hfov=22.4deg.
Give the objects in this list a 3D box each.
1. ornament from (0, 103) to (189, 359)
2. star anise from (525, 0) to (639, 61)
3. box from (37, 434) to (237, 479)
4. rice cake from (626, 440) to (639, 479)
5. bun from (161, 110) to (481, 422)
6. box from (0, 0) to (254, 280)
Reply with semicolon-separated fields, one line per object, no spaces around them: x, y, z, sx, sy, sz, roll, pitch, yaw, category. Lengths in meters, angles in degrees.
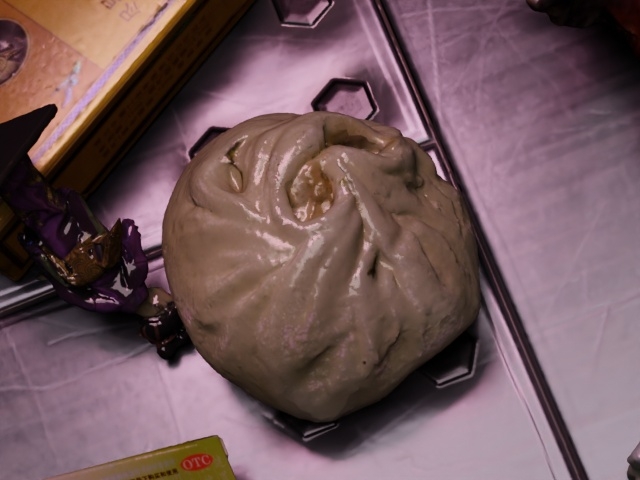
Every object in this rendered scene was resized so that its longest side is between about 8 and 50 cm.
-0.160;-0.001;1.118;0.088;0.203;0.081;-14;43;45;ornament
0.237;-0.195;1.156;0.272;0.102;0.272;4;47;-4;star anise
-0.151;0.237;1.002;0.260;0.062;0.175;-11;62;-30;box
0.282;0.264;0.980;0.063;0.066;0.336;-26;67;-10;rice cake
0.000;0.000;1.092;0.231;0.133;0.231;-1;66;1;bun
-0.212;-0.145;1.217;0.193;0.084;0.301;34;78;20;box
